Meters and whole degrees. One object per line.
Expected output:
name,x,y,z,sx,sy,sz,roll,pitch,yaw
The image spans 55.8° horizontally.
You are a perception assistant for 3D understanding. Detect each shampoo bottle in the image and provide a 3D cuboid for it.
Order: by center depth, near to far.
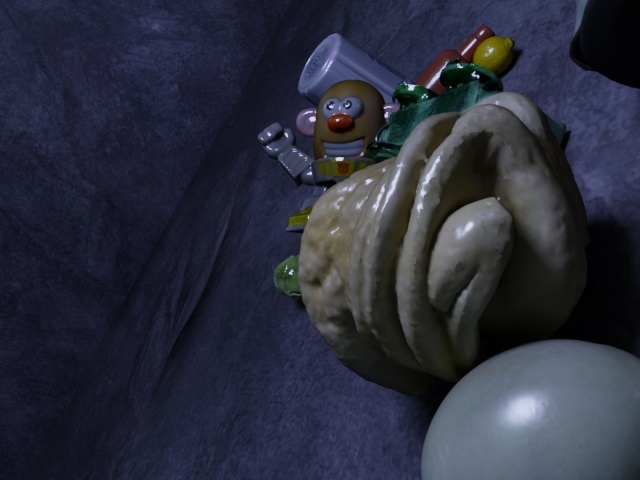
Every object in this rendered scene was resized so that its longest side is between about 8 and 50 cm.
shampoo bottle,0.228,-0.294,1.126,0.244,0.085,0.085,-47,29,20

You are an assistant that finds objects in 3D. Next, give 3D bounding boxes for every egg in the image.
egg,0.202,0.193,0.554,0.253,0.186,0.186,-48,29,31

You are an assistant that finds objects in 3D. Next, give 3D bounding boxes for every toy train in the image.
toy train,0.197,-0.142,0.886,0.266,0.202,0.145,-1,62,59

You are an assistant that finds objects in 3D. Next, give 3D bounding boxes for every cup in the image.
cup,0.079,-0.317,1.272,0.167,0.202,0.221,-58,25,9

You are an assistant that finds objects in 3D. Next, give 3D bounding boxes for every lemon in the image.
lemon,0.300,-0.319,1.046,0.083,0.062,0.062,-35,36,37

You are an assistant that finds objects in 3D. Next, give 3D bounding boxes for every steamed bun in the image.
steamed bun,0.147,0.036,0.680,0.372,0.324,0.230,-46,46,32

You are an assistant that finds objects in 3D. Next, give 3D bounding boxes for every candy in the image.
candy,0.019,0.094,1.110,0.092,0.093,0.335,-52,32,-13

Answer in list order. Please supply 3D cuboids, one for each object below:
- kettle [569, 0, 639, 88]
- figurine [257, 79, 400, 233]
kettle,0.458,-0.396,0.688,0.361,0.250,0.377,-13,53,33
figurine,0.054,-0.149,1.098,0.167,0.342,0.285,139,137,-82
